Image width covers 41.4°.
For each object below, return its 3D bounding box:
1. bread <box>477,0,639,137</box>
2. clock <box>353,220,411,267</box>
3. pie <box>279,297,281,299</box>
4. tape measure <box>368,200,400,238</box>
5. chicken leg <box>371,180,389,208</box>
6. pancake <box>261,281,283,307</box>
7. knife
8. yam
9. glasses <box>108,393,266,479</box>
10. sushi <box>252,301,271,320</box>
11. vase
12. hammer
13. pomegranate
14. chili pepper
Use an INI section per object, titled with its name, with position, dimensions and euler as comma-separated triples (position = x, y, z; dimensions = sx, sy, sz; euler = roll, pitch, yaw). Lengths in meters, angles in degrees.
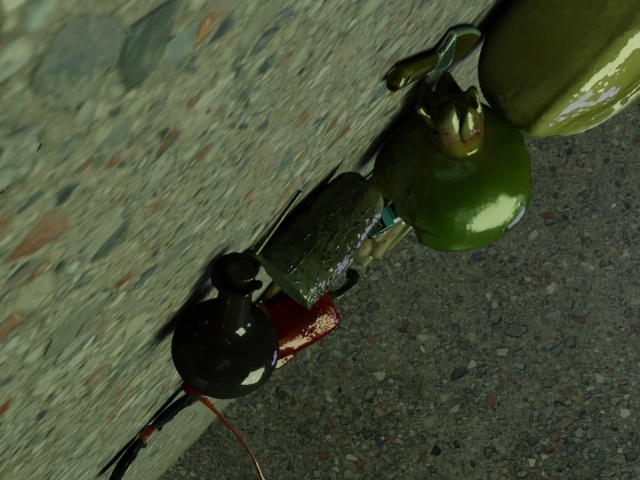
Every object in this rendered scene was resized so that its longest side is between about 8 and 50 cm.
[bread]
position = 0.379, -0.305, 1.257
dimensions = 0.320, 0.237, 0.320
euler = -36, 161, -14
[clock]
position = 0.167, -0.079, 1.884
dimensions = 0.284, 0.114, 0.309
euler = -46, 173, -9
[pie]
position = -0.130, 0.192, 1.780
dimensions = 0.187, 0.041, 0.187
euler = -48, 175, -6
[tape measure]
position = 0.103, -0.054, 1.572
dimensions = 0.146, 0.081, 0.125
euler = -34, -173, -29
[chicken leg]
position = 0.153, -0.130, 1.512
dimensions = 0.304, 0.093, 0.113
euler = -40, -175, -28
[pancake]
position = -0.052, 0.063, 1.538
dimensions = 0.158, 0.028, 0.158
euler = -45, 177, -3
[knife]
position = 0.148, -0.223, 1.011
dimensions = 0.061, 0.027, 0.343
euler = -55, 173, 27
[yam]
position = 0.000, 0.000, 1.074
dimensions = 0.183, 0.107, 0.107
euler = -47, 175, -27
[glasses]
position = -0.229, 0.431, 1.556
dimensions = 0.234, 0.268, 0.118
euler = -49, -166, -14
[sushi]
position = -0.116, 0.122, 1.293
dimensions = 0.052, 0.055, 0.120
euler = -38, 170, 31
[vase]
position = -0.096, 0.089, 0.909
dimensions = 0.120, 0.120, 0.183
euler = -44, 160, -41
[hammer]
position = -0.053, -0.013, 0.968
dimensions = 0.110, 0.019, 0.035
euler = -52, 175, 16
[pomegranate]
position = 0.196, -0.121, 1.223
dimensions = 0.236, 0.236, 0.302
euler = -46, 154, -23
[chili pepper]
position = -0.078, 0.163, 1.508
dimensions = 0.387, 0.110, 0.110
euler = -32, 172, -13
